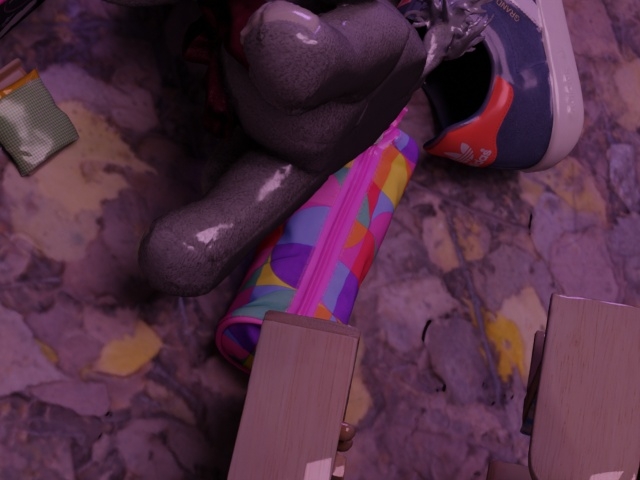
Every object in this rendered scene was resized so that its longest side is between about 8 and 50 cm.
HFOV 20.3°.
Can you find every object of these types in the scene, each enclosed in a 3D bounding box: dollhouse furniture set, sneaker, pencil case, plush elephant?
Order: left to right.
[{"bbox_3d":[-0.235,-0.077,1.294,0.076,0.058,0.151,52,53,-5],"label":"dollhouse furniture set"},{"bbox_3d":[-0.053,-0.177,1.312,0.255,0.272,0.330,42,50,12],"label":"plush elephant"},{"bbox_3d":[0.000,0.000,1.390,0.104,0.104,0.236,33,58,-18],"label":"pencil case"},{"bbox_3d":[0.115,-0.226,1.538,0.148,0.131,0.350,-3,69,-26],"label":"sneaker"},{"bbox_3d":[0.126,0.228,1.234,0.394,0.362,0.256,11,61,2],"label":"dollhouse furniture set"}]

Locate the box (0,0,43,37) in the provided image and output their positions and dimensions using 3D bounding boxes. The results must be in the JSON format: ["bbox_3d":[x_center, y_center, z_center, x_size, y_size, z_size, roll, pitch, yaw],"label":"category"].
[{"bbox_3d":[-0.274,-0.219,1.272,0.163,0.142,0.247,44,53,-5],"label":"box"}]
